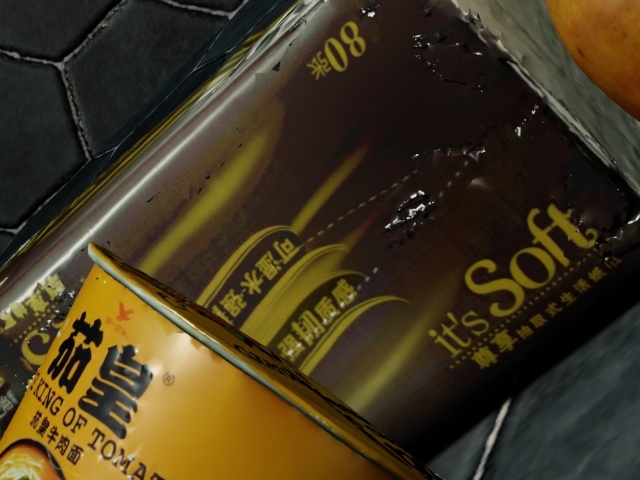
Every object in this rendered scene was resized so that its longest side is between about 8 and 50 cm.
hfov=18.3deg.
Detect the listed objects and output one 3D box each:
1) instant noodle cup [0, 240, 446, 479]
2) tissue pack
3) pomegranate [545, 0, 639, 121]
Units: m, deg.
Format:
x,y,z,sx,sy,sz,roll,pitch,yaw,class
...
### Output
x,y,z,sx,sy,sz,roll,pitch,yaw,class
-0.053,0.127,0.820,0.172,0.215,0.216,-55,13,-2,instant noodle cup
0.000,0.000,1.025,0.370,0.210,0.198,-41,6,24,tissue pack
0.188,-0.127,0.828,0.191,0.191,0.191,-43,13,13,pomegranate
